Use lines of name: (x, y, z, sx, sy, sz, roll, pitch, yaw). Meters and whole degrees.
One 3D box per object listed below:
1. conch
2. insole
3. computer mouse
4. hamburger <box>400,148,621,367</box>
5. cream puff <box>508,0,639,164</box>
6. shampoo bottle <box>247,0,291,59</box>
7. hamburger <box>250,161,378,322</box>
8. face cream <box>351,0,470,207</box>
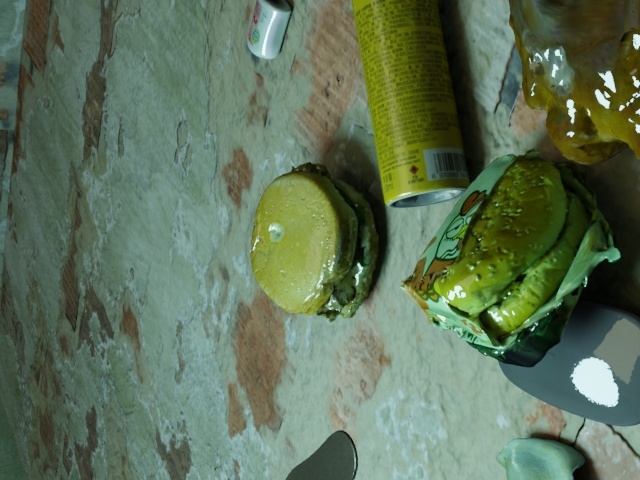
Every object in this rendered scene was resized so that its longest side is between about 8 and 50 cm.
conch: (0.240, 0.264, 1.086, 0.180, 0.065, 0.088, -131, 45, -55)
insole: (-0.014, 0.392, 1.601, 0.328, 0.007, 0.111, -59, 46, 45)
computer mouse: (0.253, 0.111, 1.054, 0.232, 0.057, 0.120, 20, 110, 57)
hamburger: (0.197, 0.008, 1.016, 0.214, 0.125, 0.235, -59, 18, -4)
cream puff: (0.262, -0.192, 0.903, 0.241, 0.155, 0.269, -16, 82, 60)
shampoo bottle: (-0.083, -0.329, 1.593, 0.072, 0.043, 0.099, 56, 138, 41)
hamburger: (0.000, 0.000, 1.418, 0.189, 0.122, 0.215, 10, 99, 53)
face cream: (0.100, -0.219, 1.230, 0.105, 0.105, 0.349, -22, 75, 59)
